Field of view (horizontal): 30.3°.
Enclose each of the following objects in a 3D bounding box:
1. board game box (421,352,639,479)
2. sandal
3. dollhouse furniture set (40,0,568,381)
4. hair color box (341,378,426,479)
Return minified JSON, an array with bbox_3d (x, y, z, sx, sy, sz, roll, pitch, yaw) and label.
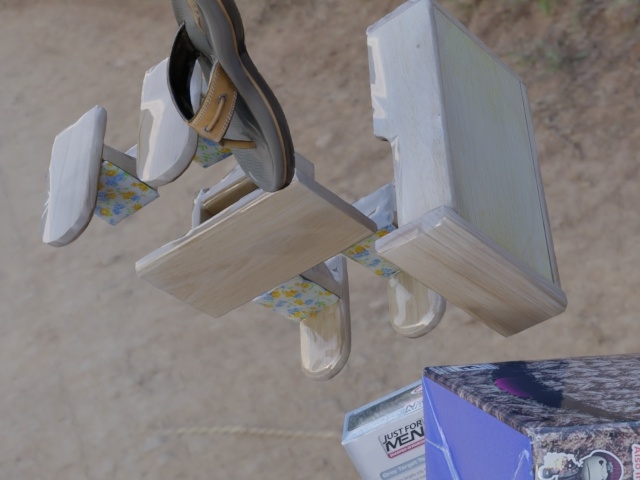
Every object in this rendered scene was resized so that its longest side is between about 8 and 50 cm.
[{"bbox_3d":[0.234,0.156,0.747,0.291,0.141,0.232,-3,3,-10],"label":"board game box"},{"bbox_3d":[-0.078,-0.113,0.834,0.060,0.219,0.090,-37,53,-14],"label":"sandal"},{"bbox_3d":[0.000,0.000,1.093,0.394,0.362,0.256,-29,46,32],"label":"dollhouse furniture set"},{"bbox_3d":[0.203,0.411,1.873,0.185,0.374,0.113,-26,15,12],"label":"hair color box"}]
